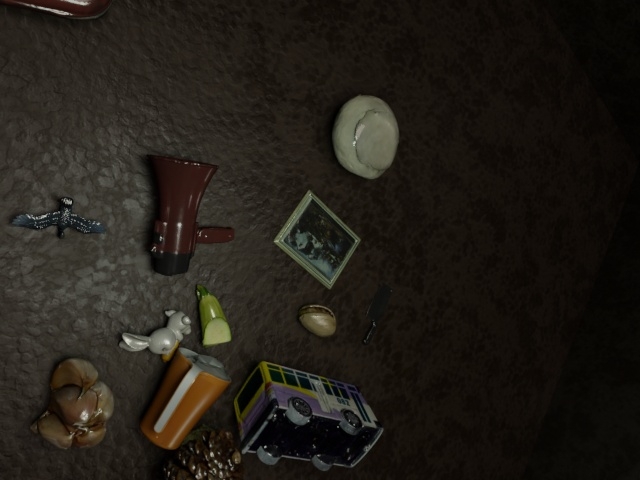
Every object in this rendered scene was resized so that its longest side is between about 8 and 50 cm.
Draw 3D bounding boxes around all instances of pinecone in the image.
[{"bbox_3d":[-0.329,0.662,1.325,0.272,0.224,0.224,-32,113,9],"label":"pinecone"}]

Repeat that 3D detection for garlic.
[{"bbox_3d":[-0.615,0.422,1.224,0.160,0.191,0.214,44,55,-52],"label":"garlic"}]

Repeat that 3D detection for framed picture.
[{"bbox_3d":[0.000,0.000,1.673,0.296,0.019,0.232,41,71,-27],"label":"framed picture"}]

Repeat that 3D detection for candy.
[{"bbox_3d":[0.156,-0.363,1.662,0.295,0.185,0.296,-17,115,-40],"label":"candy"}]

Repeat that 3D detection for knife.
[{"bbox_3d":[0.207,0.281,1.824,0.072,0.019,0.246,35,71,-25],"label":"knife"}]

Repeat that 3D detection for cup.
[{"bbox_3d":[-0.388,0.443,1.339,0.182,0.226,0.264,32,80,3],"label":"cup"}]

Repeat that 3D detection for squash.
[{"bbox_3d":[-0.332,0.228,1.438,0.090,0.075,0.200,-14,100,-5],"label":"squash"}]

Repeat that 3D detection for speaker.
[{"bbox_3d":[-0.388,-0.081,1.380,0.259,0.198,0.330,-34,133,-68],"label":"speaker"}]

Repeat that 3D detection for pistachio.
[{"bbox_3d":[-0.007,0.275,1.639,0.149,0.113,0.113,28,77,-15],"label":"pistachio"}]

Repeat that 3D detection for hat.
[{"bbox_3d":[-0.359,0.590,1.450,0.145,0.067,0.146,-4,128,-5],"label":"hat"}]

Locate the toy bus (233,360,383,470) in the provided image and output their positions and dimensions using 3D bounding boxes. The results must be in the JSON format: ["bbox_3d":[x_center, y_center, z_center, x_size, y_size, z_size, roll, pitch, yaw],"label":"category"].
[{"bbox_3d":[-0.039,0.567,1.538,0.439,0.249,0.209,24,108,-31],"label":"toy bus"}]

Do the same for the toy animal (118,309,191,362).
[{"bbox_3d":[-0.466,0.281,1.362,0.127,0.131,0.181,45,57,8],"label":"toy animal"}]

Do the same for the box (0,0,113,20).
[{"bbox_3d":[-0.708,-0.685,1.136,0.403,0.108,0.264,-1,93,-33],"label":"box"}]

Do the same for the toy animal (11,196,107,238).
[{"bbox_3d":[-0.661,-0.057,1.221,0.220,0.062,0.108,10,86,-39],"label":"toy animal"}]
